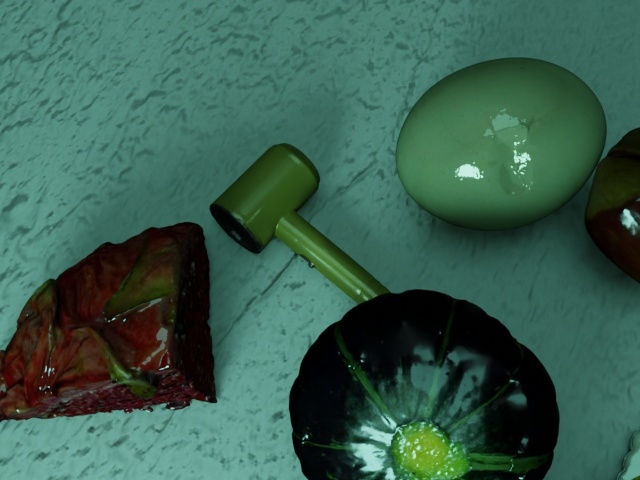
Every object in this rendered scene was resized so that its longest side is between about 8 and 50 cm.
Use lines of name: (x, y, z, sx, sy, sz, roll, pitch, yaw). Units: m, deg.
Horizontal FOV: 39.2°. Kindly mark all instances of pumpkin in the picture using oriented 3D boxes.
pumpkin: (0.112, 0.196, 1.028, 0.295, 0.296, 0.296, -1, 66, 1)

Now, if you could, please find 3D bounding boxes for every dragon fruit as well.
dragon fruit: (-0.264, 0.148, 1.091, 0.330, 0.302, 0.240, -28, 100, 6)

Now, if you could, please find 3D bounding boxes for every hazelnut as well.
hazelnut: (0.438, -0.039, 1.135, 0.180, 0.181, 0.212, 19, 58, 25)

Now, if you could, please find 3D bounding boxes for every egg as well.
egg: (0.230, -0.122, 1.153, 0.269, 0.219, 0.219, -17, 66, 13)

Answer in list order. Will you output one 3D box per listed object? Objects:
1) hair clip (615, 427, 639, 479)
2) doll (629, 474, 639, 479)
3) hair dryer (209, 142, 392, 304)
hair clip: (0.411, 0.310, 1.050, 0.140, 0.054, 0.220, 24, 72, 7)
doll: (0.381, 0.376, 0.963, 0.237, 0.111, 0.252, 45, 97, 14)
hair dryer: (0.000, 0.000, 1.189, 0.278, 0.090, 0.135, 40, 71, 11)
